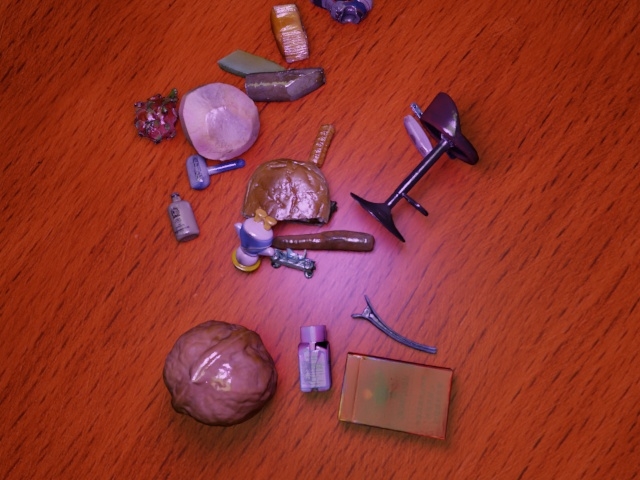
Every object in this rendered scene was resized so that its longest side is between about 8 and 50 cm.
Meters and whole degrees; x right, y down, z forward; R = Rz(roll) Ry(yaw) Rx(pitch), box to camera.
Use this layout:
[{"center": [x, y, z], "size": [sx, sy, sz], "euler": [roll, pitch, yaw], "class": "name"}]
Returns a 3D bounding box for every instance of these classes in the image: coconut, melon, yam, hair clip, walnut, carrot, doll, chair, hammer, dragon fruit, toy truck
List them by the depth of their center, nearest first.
[{"center": [-0.281, 0.373, 1.431], "size": [0.306, 0.344, 0.306], "euler": [-1, 86, 13], "class": "walnut"}, {"center": [0.298, -0.213, 1.503], "size": [0.226, 0.226, 0.401], "euler": [42, 98, 11], "class": "chair"}, {"center": [0.228, 0.277, 1.558], "size": [0.275, 0.048, 0.083], "euler": [34, 83, 5], "class": "hair clip"}, {"center": [-0.211, 0.012, 1.564], "size": [0.135, 0.241, 0.099], "euler": [16, 45, -13], "class": "doll"}, {"center": [-0.086, 0.056, 1.607], "size": [0.154, 0.080, 0.078], "euler": [16, 64, 8], "class": "toy truck"}, {"center": [0.000, 0.001, 1.614], "size": [0.342, 0.070, 0.070], "euler": [0, 80, 7], "class": "carrot"}, {"center": [-0.329, -0.385, 1.638], "size": [0.259, 0.259, 0.259], "euler": [-1, 80, 5], "class": "coconut"}, {"center": [0.367, -0.360, 1.654], "size": [0.039, 0.070, 0.229], "euler": [-38, 72, -3], "class": "hair clip"}, {"center": [-0.346, -0.242, 1.694], "size": [0.193, 0.069, 0.116], "euler": [-15, 78, -6], "class": "hammer"}, {"center": [-0.113, -0.519, 1.699], "size": [0.259, 0.106, 0.106], "euler": [-2, 80, 7], "class": "yam"}, {"center": [-0.545, -0.430, 1.717], "size": [0.137, 0.135, 0.236], "euler": [0, 59, 4], "class": "dragon fruit"}, {"center": [-0.217, -0.604, 1.762], "size": [0.261, 0.053, 0.114], "euler": [11, 63, 3], "class": "melon"}]

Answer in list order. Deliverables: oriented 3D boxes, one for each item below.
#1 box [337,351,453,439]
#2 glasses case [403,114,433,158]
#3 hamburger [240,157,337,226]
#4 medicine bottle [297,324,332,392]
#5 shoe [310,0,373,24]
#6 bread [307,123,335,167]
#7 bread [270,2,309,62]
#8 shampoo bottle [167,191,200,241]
[{"center": [0.219, 0.452, 1.498], "size": [0.313, 0.089, 0.197], "euler": [8, 82, 6], "class": "box"}, {"center": [0.318, -0.332, 1.643], "size": [0.041, 0.063, 0.164], "euler": [-29, 79, -3], "class": "glasses case"}, {"center": [-0.099, -0.155, 1.616], "size": [0.308, 0.132, 0.211], "euler": [4, 84, 8], "class": "hamburger"}, {"center": [-0.017, 0.351, 1.522], "size": [0.094, 0.119, 0.188], "euler": [-5, 80, 4], "class": "medicine bottle"}, {"center": [0.060, -0.788, 1.731], "size": [0.227, 0.099, 0.126], "euler": [12, 78, 3], "class": "shoe"}, {"center": [0.003, -0.313, 1.679], "size": [0.052, 0.044, 0.157], "euler": [20, 83, 2], "class": "bread"}, {"center": [-0.106, -0.698, 1.714], "size": [0.114, 0.132, 0.191], "euler": [-12, 75, 2], "class": "bread"}, {"center": [-0.454, -0.082, 1.661], "size": [0.079, 0.079, 0.162], "euler": [-21, 79, 1], "class": "shampoo bottle"}]
